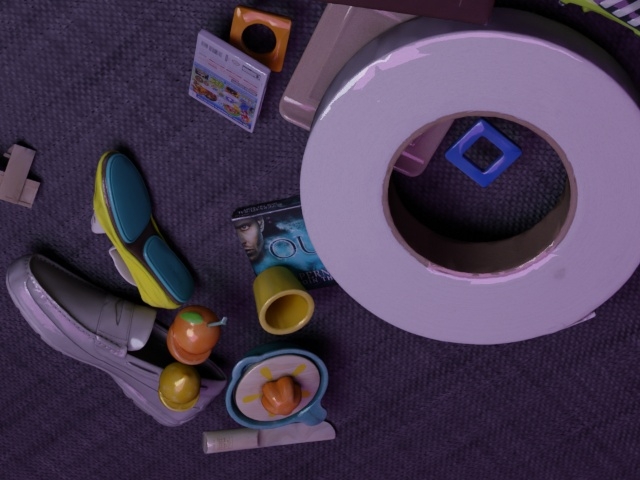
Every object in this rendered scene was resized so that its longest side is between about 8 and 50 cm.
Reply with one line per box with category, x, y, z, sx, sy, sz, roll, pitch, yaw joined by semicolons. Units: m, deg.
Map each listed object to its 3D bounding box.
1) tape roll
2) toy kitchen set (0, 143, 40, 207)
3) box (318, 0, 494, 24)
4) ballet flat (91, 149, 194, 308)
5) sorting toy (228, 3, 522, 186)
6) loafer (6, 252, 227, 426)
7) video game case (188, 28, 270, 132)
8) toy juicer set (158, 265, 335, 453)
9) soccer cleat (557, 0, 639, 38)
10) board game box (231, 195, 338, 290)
tape roll;0.172;-0.060;1.389;0.392;0.072;0.392;3;123;5
toy kitchen set;-0.389;-0.089;1.553;0.083;0.075;0.068;20;91;-45
box;-0.012;-0.328;1.175;0.381;0.143;0.191;3;122;-17
ballet flat;-0.233;-0.006;1.560;0.077;0.077;0.231;-3;129;32
sorting toy;0.071;-0.186;1.394;0.348;0.047;0.196;24;122;-8
loafer;-0.254;0.114;1.630;0.111;0.112;0.319;-37;121;24
video game case;-0.101;-0.173;1.406;0.087;0.011;0.122;31;152;5
toy juicer set;-0.090;0.194;1.606;0.209;0.089;0.329;-19;132;-9
soccer cleat;0.324;-0.248;1.298;0.179;0.060;0.072;20;125;-2
board game box;0.000;0.000;1.550;0.186;0.026;0.126;-12;123;17
